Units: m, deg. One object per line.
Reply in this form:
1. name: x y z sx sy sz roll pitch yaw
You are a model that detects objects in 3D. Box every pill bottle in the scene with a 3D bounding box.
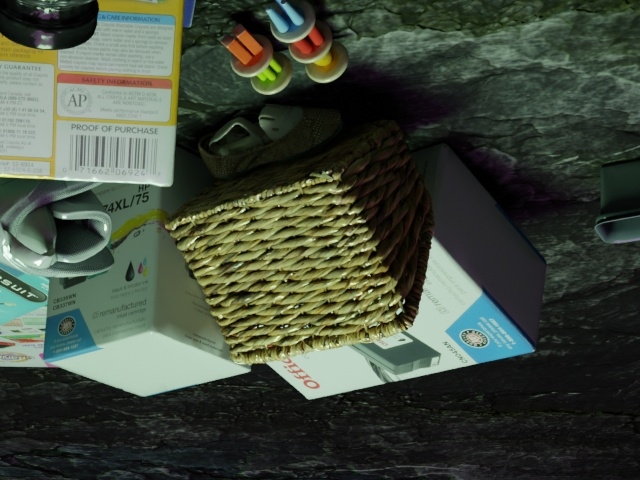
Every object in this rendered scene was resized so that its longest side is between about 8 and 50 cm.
1. pill bottle: -0.230 -0.280 1.304 0.123 0.122 0.219 4 130 -12

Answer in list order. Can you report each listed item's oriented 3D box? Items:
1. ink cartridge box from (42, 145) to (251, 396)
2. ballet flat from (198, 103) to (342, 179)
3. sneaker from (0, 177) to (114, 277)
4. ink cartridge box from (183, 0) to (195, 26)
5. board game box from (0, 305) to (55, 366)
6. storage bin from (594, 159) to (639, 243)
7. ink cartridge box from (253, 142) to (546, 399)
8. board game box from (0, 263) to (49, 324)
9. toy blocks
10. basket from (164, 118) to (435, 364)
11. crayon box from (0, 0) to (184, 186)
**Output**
1. ink cartridge box: -0.223 0.040 2.008 0.198 0.270 0.197 -17 152 33
2. ballet flat: -0.070 -0.129 1.872 0.206 0.073 0.067 -20 128 31
3. sneaker: -0.282 -0.065 1.657 0.210 0.137 0.366 22 -150 21
4. ink cartridge box: -0.291 -0.248 1.569 0.333 0.065 0.165 2 157 -9
5. board game box: -0.499 0.133 2.498 0.242 0.064 0.316 1 158 -5
6. storage bin: 0.439 -0.057 2.035 0.135 0.091 0.098 -9 157 22
7. ink cartridge box: 0.070 0.056 2.109 0.395 0.166 0.285 -16 135 34
8. board game box: -0.539 0.031 2.145 0.254 0.079 0.336 34 142 -32
9. toy blocks: -0.052 -0.220 1.658 0.123 0.054 0.148 -10 156 20
10. basket: 0.000 0.000 1.894 0.299 0.223 0.213 -17 -164 37
11. crayon box: -0.234 -0.217 1.462 0.203 0.083 0.323 3 117 -8
